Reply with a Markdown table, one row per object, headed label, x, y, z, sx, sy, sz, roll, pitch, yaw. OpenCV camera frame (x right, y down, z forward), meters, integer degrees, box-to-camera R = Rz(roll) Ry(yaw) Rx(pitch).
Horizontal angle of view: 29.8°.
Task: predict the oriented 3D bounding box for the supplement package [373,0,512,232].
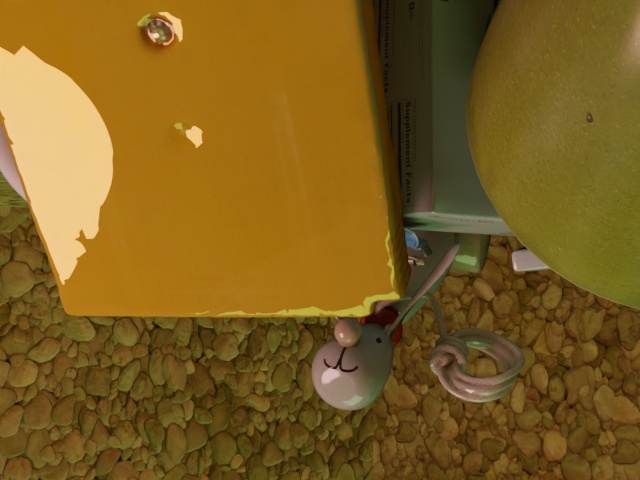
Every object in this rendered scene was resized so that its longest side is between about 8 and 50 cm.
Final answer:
| label | x | y | z | sx | sy | sz | roll | pitch | yaw |
| --- | --- | --- | --- | --- | --- | --- | --- | --- | --- |
| supplement package | 0.157 | -0.110 | 1.087 | 0.261 | 0.204 | 0.145 | 3 | 175 | -33 |

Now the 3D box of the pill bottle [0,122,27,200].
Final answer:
| label | x | y | z | sx | sy | sz | roll | pitch | yaw |
| --- | --- | --- | --- | --- | --- | --- | --- | --- | --- |
| pill bottle | -0.147 | -0.105 | 1.148 | 0.210 | 0.210 | 0.363 | -1 | 176 | 12 |

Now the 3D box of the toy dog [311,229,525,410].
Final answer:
| label | x | y | z | sx | sy | sz | roll | pitch | yaw |
| --- | --- | --- | --- | --- | --- | --- | --- | --- | --- |
| toy dog | 0.080 | 0.011 | 1.228 | 0.220 | 0.161 | 0.334 | -6 | -147 | 2 |

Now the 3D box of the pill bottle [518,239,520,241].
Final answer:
| label | x | y | z | sx | sy | sz | roll | pitch | yaw |
| --- | --- | --- | --- | --- | --- | --- | --- | --- | --- |
| pill bottle | 0.397 | -0.066 | 1.758 | 0.204 | 0.204 | 0.361 | 0 | 175 | -6 |

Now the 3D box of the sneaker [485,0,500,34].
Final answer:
| label | x | y | z | sx | sy | sz | roll | pitch | yaw |
| --- | --- | --- | --- | --- | --- | --- | --- | --- | --- |
| sneaker | 0.226 | -0.180 | 0.980 | 0.221 | 0.087 | 0.083 | -16 | -153 | -30 |

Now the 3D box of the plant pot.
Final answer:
| label | x | y | z | sx | sy | sz | roll | pitch | yaw |
| --- | --- | --- | --- | --- | --- | --- | --- | --- | --- |
| plant pot | 0.224 | -0.132 | 0.659 | 0.274 | 0.275 | 0.293 | 0 | 160 | 4 |

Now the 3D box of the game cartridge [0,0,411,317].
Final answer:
| label | x | y | z | sx | sy | sz | roll | pitch | yaw |
| --- | --- | --- | --- | --- | --- | --- | --- | --- | --- |
| game cartridge | -0.091 | -0.086 | 0.861 | 0.285 | 0.324 | 0.053 | 0 | -146 | 15 |

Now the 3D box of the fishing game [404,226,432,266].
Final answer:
| label | x | y | z | sx | sy | sz | roll | pitch | yaw |
| --- | --- | --- | --- | --- | --- | --- | --- | --- | --- |
| fishing game | 0.000 | 0.000 | 1.037 | 0.189 | 0.041 | 0.264 | 6 | 172 | 19 |

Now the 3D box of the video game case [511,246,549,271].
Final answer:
| label | x | y | z | sx | sy | sz | roll | pitch | yaw |
| --- | --- | --- | --- | --- | --- | --- | --- | --- | --- |
| video game case | 0.287 | 0.004 | 1.140 | 0.190 | 0.022 | 0.173 | -7 | -179 | 17 |
